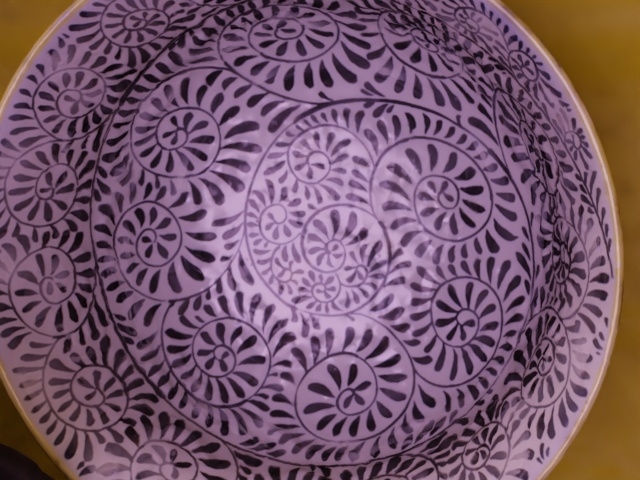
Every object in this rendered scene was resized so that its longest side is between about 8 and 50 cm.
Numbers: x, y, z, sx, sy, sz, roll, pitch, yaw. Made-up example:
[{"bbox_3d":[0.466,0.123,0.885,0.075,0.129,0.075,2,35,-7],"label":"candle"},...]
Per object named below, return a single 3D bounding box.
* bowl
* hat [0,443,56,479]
[{"bbox_3d":[0.000,0.000,0.474,0.170,0.080,0.170,2,99,15],"label":"bowl"},{"bbox_3d":[-0.228,0.074,0.492,0.331,0.331,0.134,-25,54,16],"label":"hat"}]
